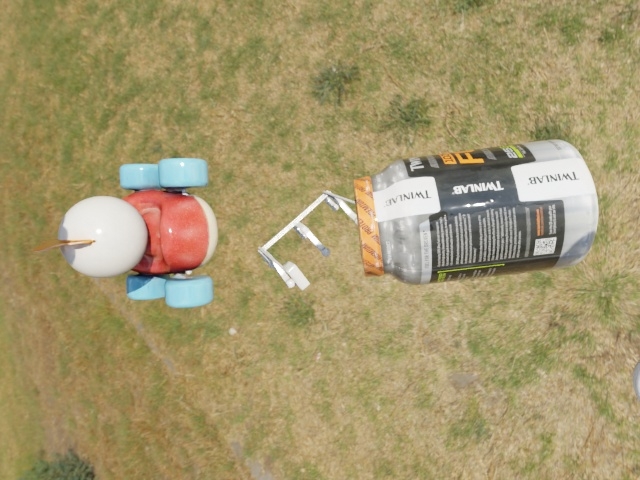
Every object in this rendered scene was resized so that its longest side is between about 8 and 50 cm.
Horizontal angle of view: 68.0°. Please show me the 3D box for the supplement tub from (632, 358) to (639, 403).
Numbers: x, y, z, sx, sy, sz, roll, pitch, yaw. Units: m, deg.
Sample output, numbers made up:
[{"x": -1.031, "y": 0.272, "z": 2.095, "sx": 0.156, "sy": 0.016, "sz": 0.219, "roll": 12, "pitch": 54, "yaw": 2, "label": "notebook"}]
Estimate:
[{"x": 0.468, "y": 0.147, "z": 0.536, "sx": 0.117, "sy": 0.190, "sz": 0.117, "roll": 163, "pitch": 90, "yaw": -71, "label": "supplement tub"}]

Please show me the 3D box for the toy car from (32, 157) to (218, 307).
[{"x": -0.295, "y": -0.008, "z": 0.684, "sx": 0.210, "sy": 0.237, "sz": 0.220, "roll": 3, "pitch": 95, "yaw": 37, "label": "toy car"}]

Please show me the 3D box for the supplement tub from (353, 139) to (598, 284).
[{"x": 0.213, "y": -0.037, "z": 0.711, "sx": 0.315, "sy": 0.193, "sz": 0.194, "roll": -7, "pitch": 80, "yaw": 3, "label": "supplement tub"}]

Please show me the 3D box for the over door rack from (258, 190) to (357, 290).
[{"x": 0.000, "y": 0.000, "z": 1.045, "sx": 0.239, "sy": 0.324, "sz": 0.108, "roll": -43, "pitch": 107, "yaw": -10, "label": "over door rack"}]
